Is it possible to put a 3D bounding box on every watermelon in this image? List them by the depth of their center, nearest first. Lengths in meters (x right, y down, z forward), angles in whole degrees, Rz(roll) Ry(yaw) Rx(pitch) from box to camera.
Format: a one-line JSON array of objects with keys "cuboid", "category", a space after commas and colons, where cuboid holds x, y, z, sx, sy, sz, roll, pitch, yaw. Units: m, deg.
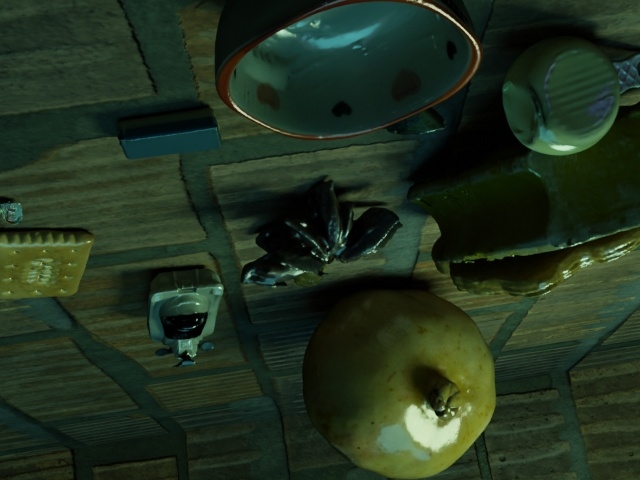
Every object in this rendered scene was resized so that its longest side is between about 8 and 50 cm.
[{"cuboid": [0.061, -0.161, 1.074, 0.180, 0.081, 0.094, 6, 176, 2], "category": "watermelon"}]

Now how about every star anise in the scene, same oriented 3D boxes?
[{"cuboid": [0.003, -0.002, 1.393, 0.282, 0.129, 0.212, -13, 167, -15], "category": "star anise"}]

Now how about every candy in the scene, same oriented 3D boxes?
[{"cuboid": [-0.482, -0.037, 1.190, 0.175, 0.043, 0.045, 3, 146, -30], "category": "candy"}]

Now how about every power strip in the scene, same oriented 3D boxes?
[{"cuboid": [-0.184, -0.129, 1.091, 0.123, 0.032, 0.056, -8, 159, -2], "category": "power strip"}]

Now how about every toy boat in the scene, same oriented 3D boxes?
[{"cuboid": [-0.250, 0.148, 1.656, 0.140, 0.141, 0.269, -4, 145, -14], "category": "toy boat"}]

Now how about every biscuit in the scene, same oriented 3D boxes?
[{"cuboid": [0.330, -0.002, 1.375, 0.269, 0.051, 0.376, -42, -157, -28], "category": "biscuit"}, {"cuboid": [-0.453, 0.043, 1.426, 0.160, 0.030, 0.250, 0, 157, -23], "category": "biscuit"}]

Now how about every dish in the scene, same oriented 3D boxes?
[{"cuboid": [0.021, -0.205, 0.863, 0.256, 0.117, 0.256, -9, 159, -3], "category": "dish"}]

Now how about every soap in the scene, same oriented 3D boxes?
[{"cuboid": [0.331, -0.081, 1.270, 0.304, 0.169, 0.338, -16, -179, -21], "category": "soap"}]

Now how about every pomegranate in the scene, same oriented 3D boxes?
[{"cuboid": [0.169, 0.292, 1.830, 0.411, 0.412, 0.411, -8, 159, -3], "category": "pomegranate"}]

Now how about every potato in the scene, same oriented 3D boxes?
[{"cuboid": [-0.021, 0.061, 1.646, 0.051, 0.040, 0.083, -3, 160, -30], "category": "potato"}]

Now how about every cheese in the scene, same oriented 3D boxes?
[{"cuboid": [0.317, -0.182, 1.064, 0.227, 0.137, 0.064, -21, -170, -27], "category": "cheese"}]
